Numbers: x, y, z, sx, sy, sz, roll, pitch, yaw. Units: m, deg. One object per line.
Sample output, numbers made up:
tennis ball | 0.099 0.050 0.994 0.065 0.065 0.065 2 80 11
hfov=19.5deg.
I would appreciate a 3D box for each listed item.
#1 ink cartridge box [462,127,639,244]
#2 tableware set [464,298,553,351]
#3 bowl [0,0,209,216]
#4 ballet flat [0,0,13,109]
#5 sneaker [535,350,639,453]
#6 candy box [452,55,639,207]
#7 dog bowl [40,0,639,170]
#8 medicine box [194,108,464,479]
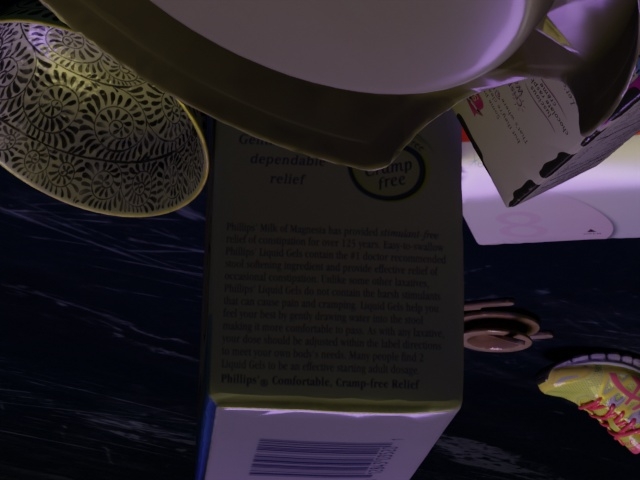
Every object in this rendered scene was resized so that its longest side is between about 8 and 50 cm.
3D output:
ink cartridge box | 0.188 -0.060 1.360 0.189 0.066 0.232 -2 165 14
tableware set | 0.124 0.102 1.854 0.194 0.039 0.128 -7 159 25
bowl | -0.134 -0.098 1.123 0.170 0.080 0.170 15 145 11
ballet flat | -0.306 -0.147 1.096 0.123 0.123 0.348 -9 159 30
sneaker | 0.320 0.174 1.951 0.208 0.094 0.081 12 160 -22
candy box | 0.131 -0.132 0.984 0.071 0.159 0.233 -24 171 -23
dog bowl | -0.008 -0.172 0.828 0.349 0.102 0.349 22 153 12
medicine box | 0.000 0.000 1.195 0.149 0.289 0.263 2 161 -5
